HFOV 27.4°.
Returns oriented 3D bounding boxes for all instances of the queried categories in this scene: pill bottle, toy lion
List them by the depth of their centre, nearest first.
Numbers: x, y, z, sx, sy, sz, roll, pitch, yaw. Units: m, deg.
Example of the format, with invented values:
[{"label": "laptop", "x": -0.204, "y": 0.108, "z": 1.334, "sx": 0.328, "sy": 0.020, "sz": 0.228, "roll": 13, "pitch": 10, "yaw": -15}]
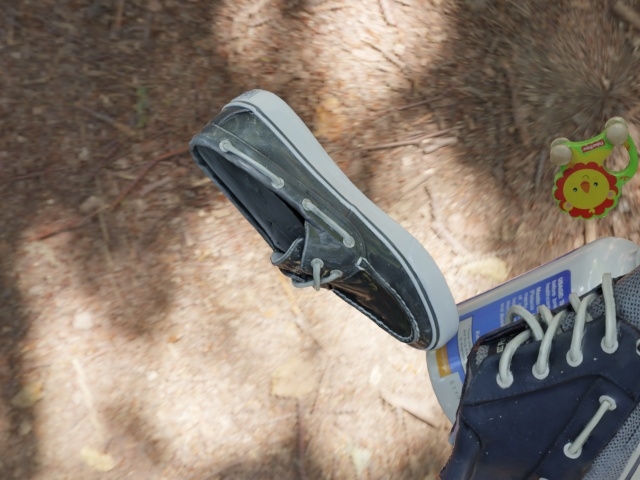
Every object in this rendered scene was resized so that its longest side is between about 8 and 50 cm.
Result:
[{"label": "pill bottle", "x": 0.244, "y": 0.088, "z": 1.223, "sx": 0.272, "sy": 0.152, "sz": 0.152, "roll": -28, "pitch": 90, "yaw": 38}, {"label": "toy lion", "x": 0.294, "y": -0.072, "z": 1.407, "sx": 0.100, "sy": 0.034, "sz": 0.096, "roll": -21, "pitch": 107, "yaw": 16}]

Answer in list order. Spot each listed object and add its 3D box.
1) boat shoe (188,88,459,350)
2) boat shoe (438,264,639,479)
[{"label": "boat shoe", "x": 0.000, "y": 0.000, "z": 1.204, "sx": 0.301, "sy": 0.102, "sz": 0.108, "roll": 50, "pitch": 145, "yaw": -5}, {"label": "boat shoe", "x": 0.193, "y": 0.078, "z": 0.932, "sx": 0.158, "sy": 0.127, "sz": 0.340, "roll": 18, "pitch": 122, "yaw": 3}]
